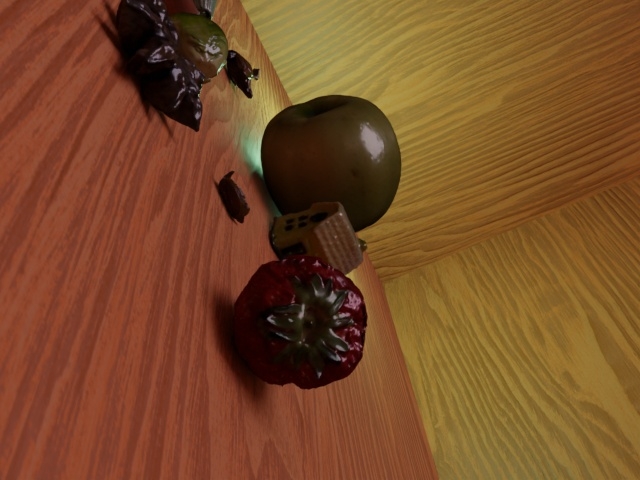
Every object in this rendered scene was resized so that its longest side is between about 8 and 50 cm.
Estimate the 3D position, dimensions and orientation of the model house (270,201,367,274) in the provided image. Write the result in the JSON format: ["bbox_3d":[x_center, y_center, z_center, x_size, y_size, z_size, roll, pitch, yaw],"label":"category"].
[{"bbox_3d":[0.000,0.000,2.037,0.174,0.234,0.193,-97,164,-62],"label":"model house"}]

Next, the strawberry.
[{"bbox_3d":[-0.051,0.155,1.354,0.257,0.257,0.277,67,-25,1],"label":"strawberry"}]

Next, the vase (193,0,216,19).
[{"bbox_3d":[-0.375,-0.784,2.235,0.128,0.128,0.248,54,24,-56],"label":"vase"}]

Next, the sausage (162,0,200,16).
[{"bbox_3d":[-0.363,-0.586,1.835,0.094,0.094,0.419,17,47,-51],"label":"sausage"}]

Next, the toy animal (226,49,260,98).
[{"bbox_3d":[-0.277,-0.566,2.404,0.179,0.089,0.188,27,37,-56],"label":"toy animal"}]

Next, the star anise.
[{"bbox_3d":[-0.320,-0.368,1.454,0.315,0.108,0.315,61,12,-23],"label":"star anise"}]

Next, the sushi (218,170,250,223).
[{"bbox_3d":[-0.201,-0.098,1.674,0.120,0.052,0.055,64,23,-1],"label":"sushi"}]

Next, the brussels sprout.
[{"bbox_3d":[-0.287,-0.443,1.637,0.180,0.144,0.161,61,14,20],"label":"brussels sprout"}]

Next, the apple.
[{"bbox_3d":[0.037,-0.231,2.249,0.473,0.474,0.473,-23,90,-82],"label":"apple"}]
